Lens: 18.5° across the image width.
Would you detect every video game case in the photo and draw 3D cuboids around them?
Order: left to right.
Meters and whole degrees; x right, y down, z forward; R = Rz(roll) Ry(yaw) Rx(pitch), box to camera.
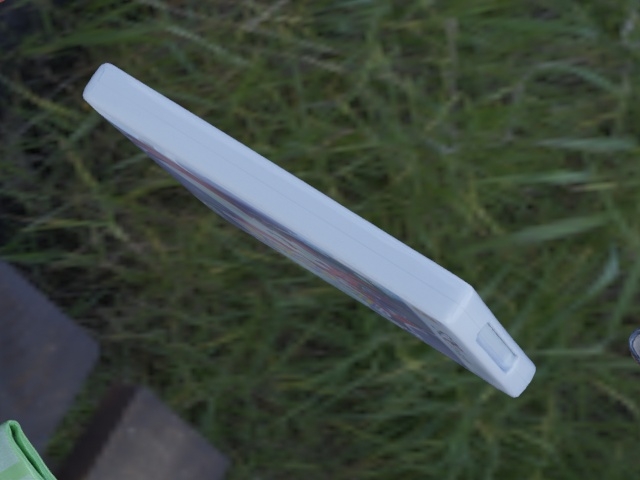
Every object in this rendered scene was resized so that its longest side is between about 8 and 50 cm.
[{"bbox_3d":[0.000,0.000,0.918,0.023,0.201,0.183,-56,160,-4],"label":"video game case"}]

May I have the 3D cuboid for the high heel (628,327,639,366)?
[{"bbox_3d":[0.276,0.125,1.135,0.186,0.261,0.093,22,104,-7],"label":"high heel"}]

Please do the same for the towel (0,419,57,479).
[{"bbox_3d":[-0.186,0.172,1.047,0.113,0.152,0.023,53,30,-6],"label":"towel"}]
